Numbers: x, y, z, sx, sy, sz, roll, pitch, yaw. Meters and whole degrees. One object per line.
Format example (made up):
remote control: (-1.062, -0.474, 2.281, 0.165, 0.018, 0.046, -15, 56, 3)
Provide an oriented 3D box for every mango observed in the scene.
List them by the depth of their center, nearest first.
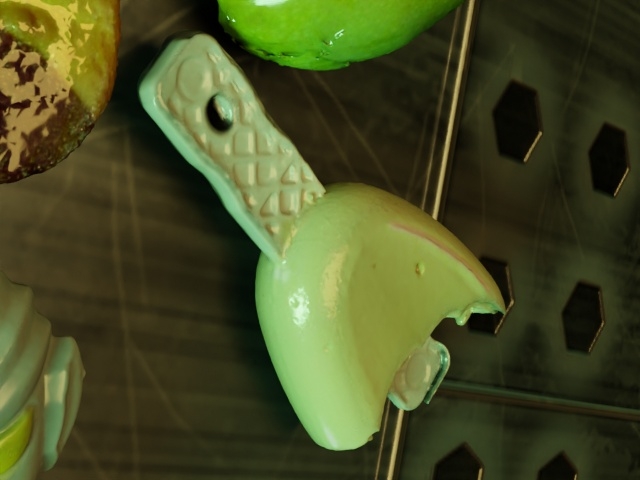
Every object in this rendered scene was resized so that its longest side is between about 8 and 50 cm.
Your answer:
mango: (0.042, -0.169, 0.523, 0.233, 0.111, 0.125, -46, 113, -17)

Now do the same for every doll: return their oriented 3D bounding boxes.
doll: (-0.124, 0.073, 0.413, 0.094, 0.079, 0.180, -11, 111, -11)

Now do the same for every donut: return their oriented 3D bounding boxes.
donut: (-0.132, -0.080, 0.392, 0.140, 0.059, 0.140, -6, 99, -45)

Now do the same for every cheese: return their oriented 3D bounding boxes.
cheese: (-0.001, 0.000, 0.536, 0.127, 0.050, 0.235, -55, 130, -24)
